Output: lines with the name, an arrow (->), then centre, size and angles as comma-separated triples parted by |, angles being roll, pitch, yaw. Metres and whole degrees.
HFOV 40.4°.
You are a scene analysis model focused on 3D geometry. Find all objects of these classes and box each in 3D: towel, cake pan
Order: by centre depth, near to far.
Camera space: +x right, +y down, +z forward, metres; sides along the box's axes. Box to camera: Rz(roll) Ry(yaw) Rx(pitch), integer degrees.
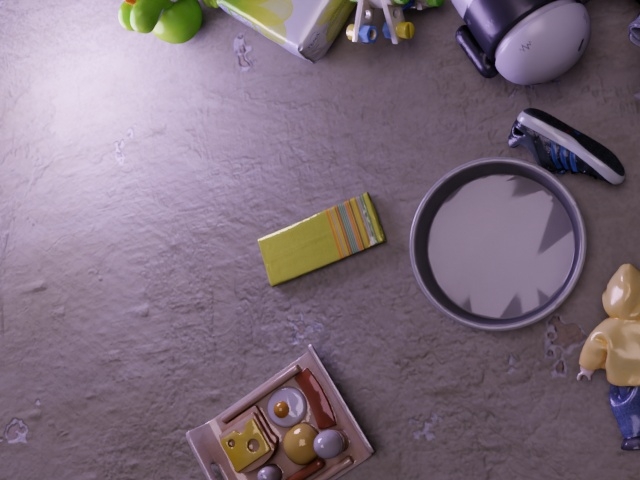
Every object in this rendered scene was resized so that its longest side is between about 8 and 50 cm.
cake pan -> 0.298, 0.007, 1.466 | 0.293, 0.054, 0.293 | -3, 83, 21
towel -> 0.000, 0.000, 1.604 | 0.237, 0.021, 0.102 | -23, 71, 18

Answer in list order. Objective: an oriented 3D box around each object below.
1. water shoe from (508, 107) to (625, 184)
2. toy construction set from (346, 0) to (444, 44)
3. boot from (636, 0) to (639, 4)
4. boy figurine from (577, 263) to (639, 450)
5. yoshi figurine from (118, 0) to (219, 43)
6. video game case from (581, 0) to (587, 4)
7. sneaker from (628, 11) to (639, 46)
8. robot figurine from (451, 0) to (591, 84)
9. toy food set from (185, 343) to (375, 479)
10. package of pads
water shoe -> 0.408, -0.141, 1.444 | 0.203, 0.073, 0.080 | 39, 125, 20
toy construction set -> 0.132, -0.511, 1.483 | 0.151, 0.215, 0.327 | 31, 137, 33
boot -> 0.530, -0.343, 1.358 | 0.348, 0.131, 0.260 | 18, 90, 14
boy figurine -> 0.486, 0.181, 1.354 | 0.177, 0.092, 0.285 | -13, 79, 20
yoshi figurine -> -0.261, -0.539, 1.714 | 0.203, 0.203, 0.362 | 32, 80, -18
video game case -> 0.376, -0.466, 1.507 | 0.274, 0.026, 0.196 | -38, 72, 13
sneaker -> 0.493, -0.372, 1.247 | 0.153, 0.101, 0.268 | -35, 84, 1
robot figurine -> 0.320, -0.387, 1.417 | 0.174, 0.209, 0.278 | -27, 73, -6
toy food set -> -0.077, 0.359, 1.551 | 0.306, 0.092, 0.219 | -36, 73, 13
package of pads -> -0.022, -0.507, 1.626 | 0.229, 0.101, 0.296 | 36, 98, 22
